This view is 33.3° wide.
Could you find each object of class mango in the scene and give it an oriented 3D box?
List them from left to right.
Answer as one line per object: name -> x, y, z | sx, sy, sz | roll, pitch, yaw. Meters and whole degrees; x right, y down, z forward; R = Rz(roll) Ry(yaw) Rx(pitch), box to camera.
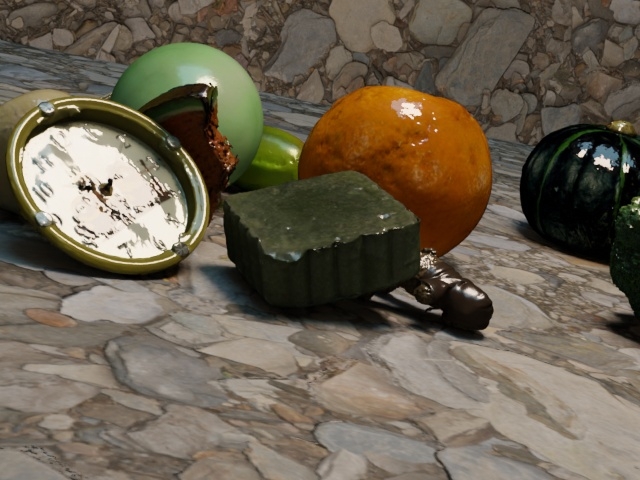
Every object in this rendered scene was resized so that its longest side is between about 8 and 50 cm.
mango -> -0.108, -0.130, 1.698 | 0.233, 0.111, 0.125 | 8, -23, 27

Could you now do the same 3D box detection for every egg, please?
egg -> -0.191, -0.174, 1.534 | 0.220, 0.220, 0.269 | 13, 25, -1

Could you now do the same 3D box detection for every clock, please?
clock -> -0.234, -0.054, 1.167 | 0.237, 0.057, 0.237 | 20, 47, -23

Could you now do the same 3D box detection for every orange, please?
orange -> 0.102, -0.088, 1.443 | 0.261, 0.261, 0.261 | 12, 12, -3

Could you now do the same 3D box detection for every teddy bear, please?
teddy bear -> 0.125, 0.048, 1.212 | 0.160, 0.078, 0.119 | 18, 10, 29

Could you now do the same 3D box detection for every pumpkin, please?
pumpkin -> 0.497, -0.097, 1.874 | 0.315, 0.238, 0.315 | 15, 16, -4

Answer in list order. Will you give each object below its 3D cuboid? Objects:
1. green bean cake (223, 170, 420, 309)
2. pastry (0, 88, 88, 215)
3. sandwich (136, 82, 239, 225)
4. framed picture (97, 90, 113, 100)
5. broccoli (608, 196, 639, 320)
green bean cake -> 0.000, 0.000, 1.175 | 0.183, 0.094, 0.185 | -12, 22, -19
pastry -> -0.325, -0.098, 1.246 | 0.156, 0.156, 0.092 | 0, 23, -44
sandwich -> -0.177, -0.107, 1.310 | 0.159, 0.235, 0.079 | 31, 39, 2
framed picture -> -0.349, -0.182, 1.668 | 0.203, 0.015, 0.150 | -32, 36, -28
broccoli -> 0.504, 0.027, 1.350 | 0.294, 0.245, 0.265 | 34, -12, -14
